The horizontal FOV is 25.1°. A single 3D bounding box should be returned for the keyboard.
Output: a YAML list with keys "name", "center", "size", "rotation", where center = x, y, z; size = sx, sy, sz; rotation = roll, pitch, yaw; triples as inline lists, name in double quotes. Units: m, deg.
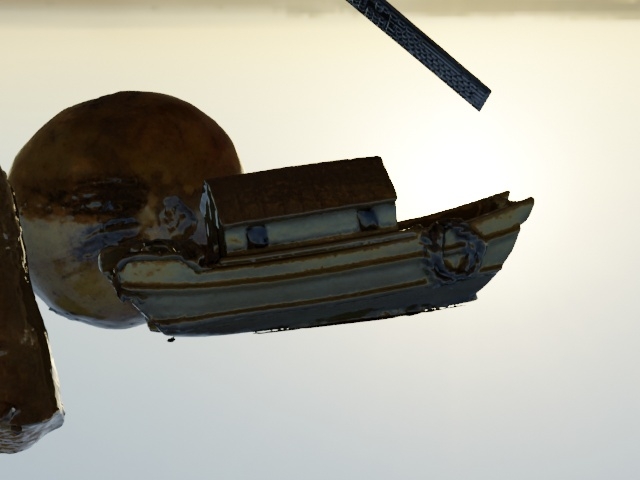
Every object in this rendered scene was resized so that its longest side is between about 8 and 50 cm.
- name: "keyboard"
  center: [0.098, -0.211, 1.515]
  size: [0.202, 0.011, 0.067]
  rotation: [41, 167, 5]

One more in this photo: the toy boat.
- name: "toy boat"
  center: [0.000, 0.000, 1.443]
  size: [0.446, 0.162, 0.136]
  rotation: [-6, -171, -17]

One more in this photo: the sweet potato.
- name: "sweet potato"
  center: [-0.296, 0.007, 1.146]
  size: [0.131, 0.336, 0.131]
  rotation: [-16, 172, -2]

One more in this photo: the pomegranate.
- name: "pomegranate"
  center: [-0.249, -0.037, 1.836]
  size: [0.322, 0.322, 0.322]
  rotation: [0, -172, 0]
